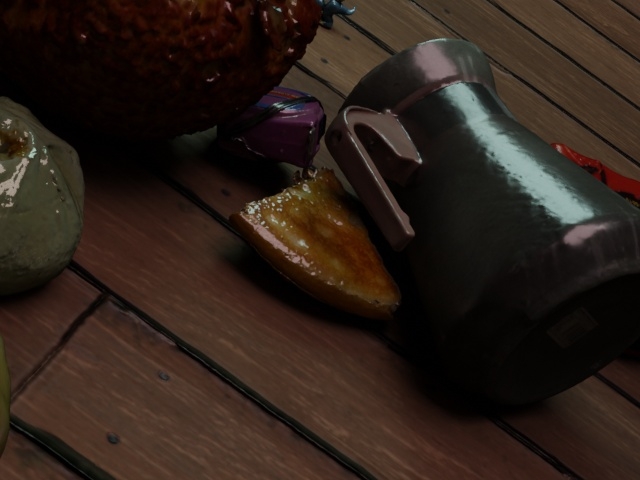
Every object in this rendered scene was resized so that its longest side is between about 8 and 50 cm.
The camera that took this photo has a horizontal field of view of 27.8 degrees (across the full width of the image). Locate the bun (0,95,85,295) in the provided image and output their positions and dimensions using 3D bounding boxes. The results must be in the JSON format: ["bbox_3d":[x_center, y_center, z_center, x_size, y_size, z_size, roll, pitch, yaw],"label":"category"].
[{"bbox_3d":[-0.280,-0.051,1.090,0.195,0.118,0.195,24,32,-16],"label":"bun"}]

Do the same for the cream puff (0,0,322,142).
[{"bbox_3d":[-0.177,-0.212,1.263,0.350,0.229,0.350,11,5,-1],"label":"cream puff"}]

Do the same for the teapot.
[{"bbox_3d":[0.157,-0.025,1.321,0.300,0.253,0.344,7,40,-45],"label":"teapot"}]

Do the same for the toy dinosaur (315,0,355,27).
[{"bbox_3d":[0.004,-0.318,1.735,0.083,0.047,0.030,28,32,-9],"label":"toy dinosaur"}]

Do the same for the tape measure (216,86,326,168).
[{"bbox_3d":[-0.055,-0.122,1.389,0.118,0.074,0.125,11,19,9],"label":"tape measure"}]

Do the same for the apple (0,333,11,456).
[{"bbox_3d":[-0.292,0.109,0.824,0.200,0.200,0.200,24,35,-18],"label":"apple"}]

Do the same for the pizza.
[{"bbox_3d":[0.000,0.000,1.330,0.201,0.053,0.193,35,33,-11],"label":"pizza"}]

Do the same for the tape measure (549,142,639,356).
[{"bbox_3d":[0.358,0.019,1.575,0.253,0.114,0.260,21,39,-21],"label":"tape measure"}]
